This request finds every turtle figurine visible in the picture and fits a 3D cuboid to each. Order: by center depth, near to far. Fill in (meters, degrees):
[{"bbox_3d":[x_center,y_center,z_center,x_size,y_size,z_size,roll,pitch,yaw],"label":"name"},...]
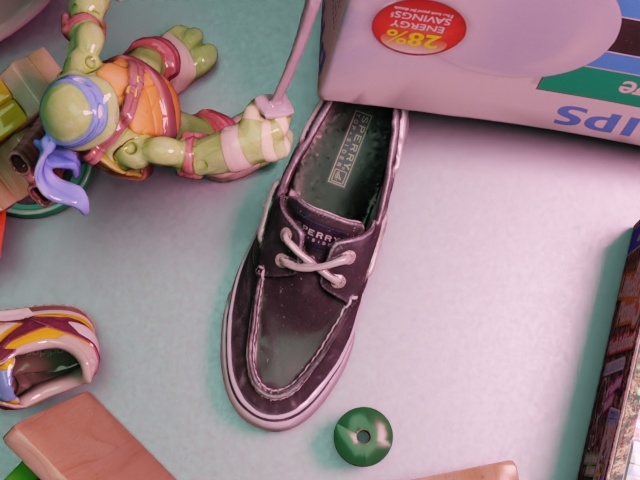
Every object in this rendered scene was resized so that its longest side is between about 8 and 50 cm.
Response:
[{"bbox_3d":[-0.089,-0.135,1.184,0.198,0.266,0.274,19,93,10],"label":"turtle figurine"}]

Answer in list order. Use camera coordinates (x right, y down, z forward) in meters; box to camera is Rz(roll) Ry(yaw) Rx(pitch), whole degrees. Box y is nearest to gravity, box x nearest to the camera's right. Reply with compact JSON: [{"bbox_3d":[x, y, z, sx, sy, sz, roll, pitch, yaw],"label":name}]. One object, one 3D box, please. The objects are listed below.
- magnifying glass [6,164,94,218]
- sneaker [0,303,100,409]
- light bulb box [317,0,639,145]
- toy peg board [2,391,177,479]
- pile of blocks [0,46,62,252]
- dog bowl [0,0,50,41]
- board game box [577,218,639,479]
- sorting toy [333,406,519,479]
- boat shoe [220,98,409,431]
[{"bbox_3d":[-0.297,-0.060,1.303,0.231,0.026,0.092,-4,81,-1],"label":"magnifying glass"},{"bbox_3d":[-0.261,0.095,1.237,0.186,0.084,0.069,-12,112,-6],"label":"sneaker"},{"bbox_3d":[0.201,-0.257,1.135,0.358,0.361,0.225,8,60,-6],"label":"light bulb box"},{"bbox_3d":[-0.167,0.206,1.204,0.160,0.161,0.079,44,100,5],"label":"toy peg board"},{"bbox_3d":[-0.323,0.005,1.216,0.362,0.149,0.112,-37,93,1],"label":"pile of blocks"},{"bbox_3d":[-0.341,-0.207,1.174,0.349,0.349,0.102,-19,79,-4],"label":"dog bowl"},{"bbox_3d":[0.328,0.141,1.224,0.232,0.141,0.291,15,81,1],"label":"board game box"},{"bbox_3d":[0.098,0.255,1.249,0.132,0.046,0.274,-11,81,-3],"label":"sorting toy"},{"bbox_3d":[0.000,0.000,1.260,0.108,0.102,0.301,22,81,2],"label":"boat shoe"}]
